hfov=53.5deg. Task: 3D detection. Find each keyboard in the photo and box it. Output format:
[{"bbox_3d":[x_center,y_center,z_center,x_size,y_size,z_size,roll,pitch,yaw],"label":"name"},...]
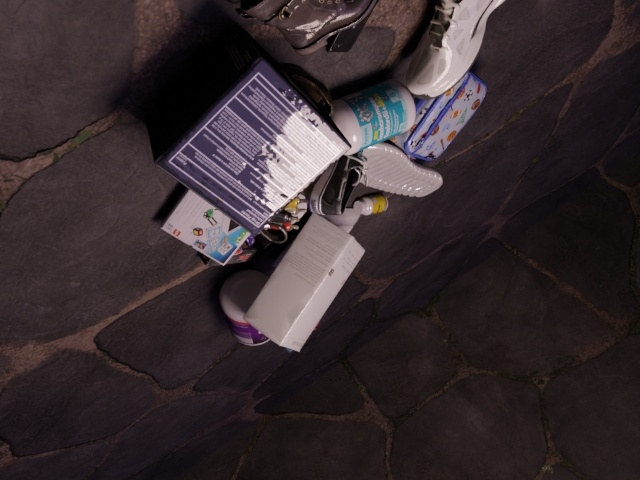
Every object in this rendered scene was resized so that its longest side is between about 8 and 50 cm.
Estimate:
[{"bbox_3d":[0.068,-0.499,1.417,0.108,0.023,0.180,-18,150,-47],"label":"keyboard"}]

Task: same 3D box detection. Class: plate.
[{"bbox_3d":[0.000,0.000,2.158,0.277,0.045,0.278,-49,158,24],"label":"plate"}]

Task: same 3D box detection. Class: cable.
[{"bbox_3d":[-0.178,-0.076,1.689,0.287,0.072,0.140,11,122,-15],"label":"cable"}]

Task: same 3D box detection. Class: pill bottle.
[{"bbox_3d":[0.105,-0.311,1.646,0.264,0.146,0.146,-26,154,-22],"label":"pill bottle"},{"bbox_3d":[-0.232,0.241,2.150,0.181,0.182,0.323,-29,155,-14],"label":"pill bottle"},{"bbox_3d":[0.170,-0.121,2.165,0.116,0.065,0.065,-13,147,-39],"label":"pill bottle"}]

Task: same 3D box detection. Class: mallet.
[{"bbox_3d":[-0.142,-0.014,2.000,0.039,0.062,0.189,-46,169,23],"label":"mallet"}]

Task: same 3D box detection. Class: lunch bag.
[{"bbox_3d":[0.334,-0.369,1.843,0.303,0.115,0.243,-55,152,17],"label":"lunch bag"}]

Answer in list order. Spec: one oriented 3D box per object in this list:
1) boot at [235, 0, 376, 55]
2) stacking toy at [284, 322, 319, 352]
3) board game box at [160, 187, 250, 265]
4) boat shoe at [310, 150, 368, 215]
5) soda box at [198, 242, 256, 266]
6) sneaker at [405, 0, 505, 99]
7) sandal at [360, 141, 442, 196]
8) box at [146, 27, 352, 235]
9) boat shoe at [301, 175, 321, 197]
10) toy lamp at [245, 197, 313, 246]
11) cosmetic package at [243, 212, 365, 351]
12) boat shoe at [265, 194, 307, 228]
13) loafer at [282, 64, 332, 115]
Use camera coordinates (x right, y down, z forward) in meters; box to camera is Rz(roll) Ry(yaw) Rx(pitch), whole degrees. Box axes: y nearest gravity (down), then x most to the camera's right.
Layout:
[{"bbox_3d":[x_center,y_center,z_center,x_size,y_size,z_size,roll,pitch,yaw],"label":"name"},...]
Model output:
[{"bbox_3d":[-0.015,-0.487,1.248,0.263,0.091,0.229,-40,156,14],"label":"boot"},{"bbox_3d":[-0.042,0.268,2.362,0.280,0.130,0.309,-53,-179,23],"label":"stacking toy"},{"bbox_3d":[-0.234,-0.096,1.570,0.193,0.053,0.305,33,116,-19],"label":"board game box"},{"bbox_3d":[0.077,-0.189,1.712,0.306,0.104,0.113,-60,150,-37],"label":"boat shoe"},{"bbox_3d":[-0.274,0.033,1.881,0.168,0.053,0.060,-6,142,-49],"label":"soda box"},{"bbox_3d":[0.287,-0.555,1.481,0.257,0.169,0.448,7,124,-45],"label":"sneaker"},{"bbox_3d":[0.224,-0.235,1.997,0.169,0.102,0.416,-33,146,30],"label":"sandal"},{"bbox_3d":[-0.152,-0.220,1.332,0.294,0.183,0.296,-42,130,11],"label":"box"},{"bbox_3d":[-0.048,-0.198,1.679,0.110,0.122,0.341,-45,152,19],"label":"boat shoe"},{"bbox_3d":[-0.108,-0.075,1.874,0.274,0.080,0.080,-32,155,-12],"label":"toy lamp"},{"bbox_3d":[-0.045,0.132,1.926,0.385,0.156,0.217,-58,160,-3],"label":"cosmetic package"},{"bbox_3d":[-0.185,-0.068,1.765,0.301,0.108,0.102,-24,-165,-22],"label":"boat shoe"},{"bbox_3d":[-0.034,-0.344,1.488,0.080,0.078,0.220,-48,153,25],"label":"loafer"}]
